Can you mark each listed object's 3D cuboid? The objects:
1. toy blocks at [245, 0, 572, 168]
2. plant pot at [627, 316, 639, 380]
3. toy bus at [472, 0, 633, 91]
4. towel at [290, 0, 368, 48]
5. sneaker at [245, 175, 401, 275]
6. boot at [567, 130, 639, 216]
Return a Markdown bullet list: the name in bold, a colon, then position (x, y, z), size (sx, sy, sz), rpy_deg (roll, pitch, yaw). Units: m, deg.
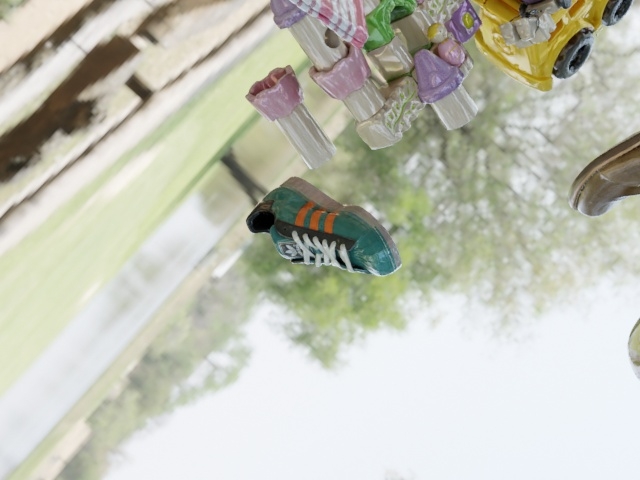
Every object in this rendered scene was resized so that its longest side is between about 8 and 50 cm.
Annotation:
- **toy blocks**: position (0.068, -0.284, 1.394), size (0.309, 0.260, 0.288), rpy_deg (-10, -146, 46)
- **plant pot**: position (0.519, 0.123, 1.584), size (0.237, 0.237, 0.254), rpy_deg (-49, -175, -24)
- **toy bus**: position (0.302, -0.340, 1.584), size (0.220, 0.149, 0.211), rpy_deg (-48, 154, -6)
- **towel**: position (-0.029, -0.275, 1.139), size (0.029, 0.197, 0.144), rpy_deg (-28, -126, 32)
- **sneaker**: position (0.000, 0.000, 1.908), size (0.121, 0.108, 0.302), rpy_deg (-37, -142, -21)
- **boot**: position (0.383, -0.077, 1.360), size (0.112, 0.115, 0.305), rpy_deg (-29, 171, -28)
